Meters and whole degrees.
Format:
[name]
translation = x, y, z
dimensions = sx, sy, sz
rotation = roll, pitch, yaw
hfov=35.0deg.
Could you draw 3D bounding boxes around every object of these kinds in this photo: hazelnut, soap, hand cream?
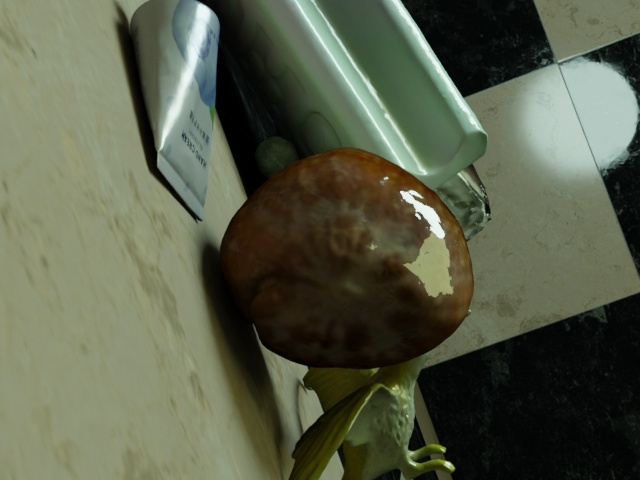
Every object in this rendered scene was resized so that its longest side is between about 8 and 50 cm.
[hazelnut]
translation = 0.017, 0.014, 0.614
dimensions = 0.143, 0.154, 0.143
rotation = 19, 90, -89
[soap]
translation = -0.003, -0.184, 0.947
dimensions = 0.347, 0.115, 0.208
rotation = 57, -14, -2
[hand cream]
translation = -0.082, -0.091, 0.594
dimensions = 0.084, 0.053, 0.142
rotation = 60, 21, -68

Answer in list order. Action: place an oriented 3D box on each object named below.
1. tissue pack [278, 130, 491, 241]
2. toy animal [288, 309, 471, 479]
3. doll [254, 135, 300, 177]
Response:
[tissue pack]
translation = 0.075, -0.113, 1.317
dimensions = 0.210, 0.198, 0.370
rotation = 50, 13, -23
[toy animal]
translation = 0.051, 0.116, 0.686
dimensions = 0.095, 0.155, 0.219
rotation = 60, -2, -7
[doll]
translation = 0.000, 0.000, 0.951
dimensions = 0.103, 0.071, 0.214
rotation = -65, 130, -81
